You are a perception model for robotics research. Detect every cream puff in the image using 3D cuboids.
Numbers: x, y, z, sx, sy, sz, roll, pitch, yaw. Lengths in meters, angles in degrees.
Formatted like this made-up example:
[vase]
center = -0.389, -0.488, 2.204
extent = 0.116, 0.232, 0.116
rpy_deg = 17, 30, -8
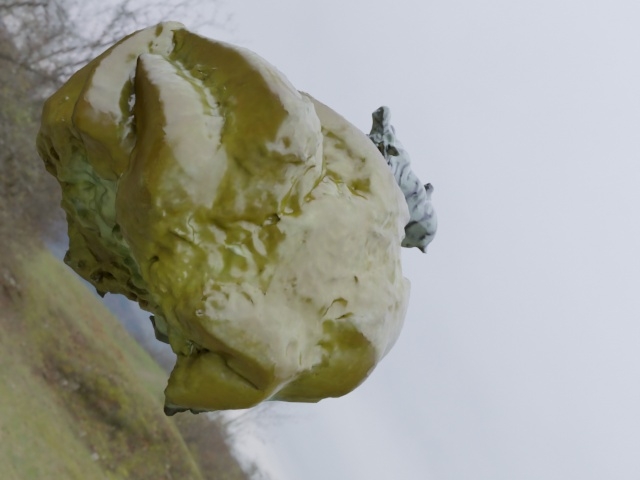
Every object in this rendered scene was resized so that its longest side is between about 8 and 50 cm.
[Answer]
[cream puff]
center = -0.058, -0.038, 0.758
extent = 0.323, 0.274, 0.269
rpy_deg = 41, -48, 38

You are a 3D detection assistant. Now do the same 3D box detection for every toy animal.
[toy animal]
center = 0.094, -0.094, 1.272
extent = 0.255, 0.090, 0.170
rpy_deg = 53, 18, -46
